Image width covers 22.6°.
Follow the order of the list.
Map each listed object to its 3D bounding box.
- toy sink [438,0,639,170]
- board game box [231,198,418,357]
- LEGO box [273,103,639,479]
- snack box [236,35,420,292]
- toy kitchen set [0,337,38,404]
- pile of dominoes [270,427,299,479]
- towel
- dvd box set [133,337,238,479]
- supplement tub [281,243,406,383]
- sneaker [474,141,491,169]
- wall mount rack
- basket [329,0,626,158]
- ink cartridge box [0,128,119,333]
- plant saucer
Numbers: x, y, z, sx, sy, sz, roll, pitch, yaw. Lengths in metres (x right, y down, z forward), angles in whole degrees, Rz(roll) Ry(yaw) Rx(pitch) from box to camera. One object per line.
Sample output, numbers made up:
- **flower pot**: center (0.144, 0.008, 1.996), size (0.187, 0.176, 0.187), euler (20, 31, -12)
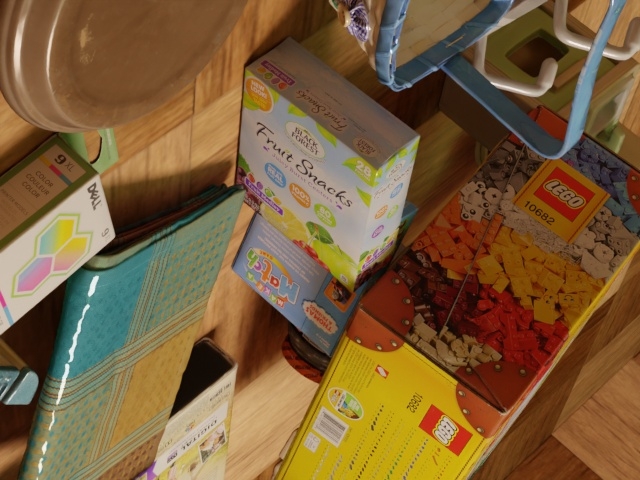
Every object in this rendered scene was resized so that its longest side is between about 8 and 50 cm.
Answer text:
- **toy sink**: center (0.283, -0.166, 1.911), size (0.152, 0.234, 0.131), euler (-37, 157, -27)
- **board game box**: center (0.000, 0.000, 1.735), size (0.039, 0.160, 0.211), euler (-27, 151, -48)
- **LEGO box**: center (0.159, 0.140, 1.880), size (0.372, 0.193, 0.500), euler (-46, 168, -33)
- **snack box**: center (0.001, -0.073, 1.586), size (0.070, 0.174, 0.207), euler (-39, 156, -30)
- **toy kitchen set**: center (-0.340, 0.176, 1.410), size (0.166, 0.122, 0.207), euler (-53, 159, 10)
- **pile of dominoes**: center (0.025, 0.306, 2.509), size (0.251, 0.040, 0.196), euler (-37, 157, -31)
- **towel**: center (-0.204, 0.129, 1.605), size (0.271, 0.040, 0.370), euler (-30, 145, -57)
- **dvd box set**: center (-0.239, 0.328, 1.978), size (0.307, 0.062, 0.420), euler (-38, 157, -27)
- **supplement tub**: center (0.035, 0.084, 2.021), size (0.117, 0.117, 0.190), euler (-12, 139, -58)
- **sneaker**: center (0.245, -0.027, 2.115), size (0.108, 0.293, 0.169), euler (-6, 156, 10)
- **wall mount rack**: center (0.250, -0.313, 1.608), size (0.350, 0.130, 0.304), euler (162, -62, -72)
- **basket**: center (0.135, -0.227, 1.414), size (0.201, 0.289, 0.255), euler (-41, 157, -28)
- **ink cartridge box**: center (-0.236, -0.017, 1.364), size (0.209, 0.062, 0.109), euler (-42, 158, -20)
- **plant saucer**: center (-0.138, -0.196, 1.256), size (0.278, 0.041, 0.278), euler (-41, 154, -25)
